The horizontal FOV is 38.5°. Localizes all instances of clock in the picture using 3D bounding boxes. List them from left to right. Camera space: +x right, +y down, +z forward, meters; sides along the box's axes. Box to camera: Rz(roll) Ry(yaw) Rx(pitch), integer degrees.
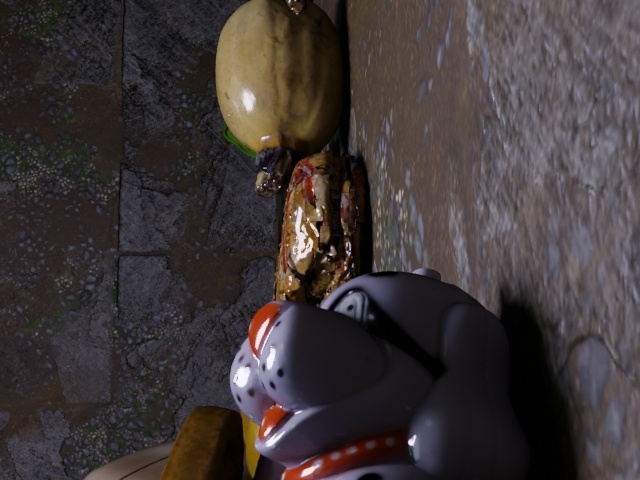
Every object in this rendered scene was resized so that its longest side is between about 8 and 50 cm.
[{"bbox_3d":[0.038,0.124,0.480,0.189,0.189,0.254,102,173,-64],"label":"clock"}]

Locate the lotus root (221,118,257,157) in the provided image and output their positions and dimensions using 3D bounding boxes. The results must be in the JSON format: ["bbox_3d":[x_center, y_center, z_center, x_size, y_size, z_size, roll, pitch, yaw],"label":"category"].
[{"bbox_3d":[-0.068,-0.246,1.644,0.186,0.186,0.186,180,90,-84],"label":"lotus root"}]

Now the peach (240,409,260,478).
[{"bbox_3d":[-0.035,0.225,1.240,0.251,0.153,0.251,172,90,-85],"label":"peach"}]

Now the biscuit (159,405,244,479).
[{"bbox_3d":[-0.117,0.324,0.751,0.367,0.063,0.314,-76,-6,-47],"label":"biscuit"}]

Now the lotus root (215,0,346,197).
[{"bbox_3d":[-0.053,-0.198,1.257,0.183,0.183,0.310,102,166,-65],"label":"lotus root"}]

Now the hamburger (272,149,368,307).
[{"bbox_3d":[0.000,0.000,1.123,0.231,0.107,0.231,-174,90,-89],"label":"hamburger"}]

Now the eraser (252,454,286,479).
[{"bbox_3d":[-0.023,0.306,0.783,0.359,0.122,0.272,-73,-4,-55],"label":"eraser"}]

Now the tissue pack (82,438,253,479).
[{"bbox_3d":[-0.182,0.428,1.333,0.387,0.277,0.267,-1,-78,-54],"label":"tissue pack"}]
